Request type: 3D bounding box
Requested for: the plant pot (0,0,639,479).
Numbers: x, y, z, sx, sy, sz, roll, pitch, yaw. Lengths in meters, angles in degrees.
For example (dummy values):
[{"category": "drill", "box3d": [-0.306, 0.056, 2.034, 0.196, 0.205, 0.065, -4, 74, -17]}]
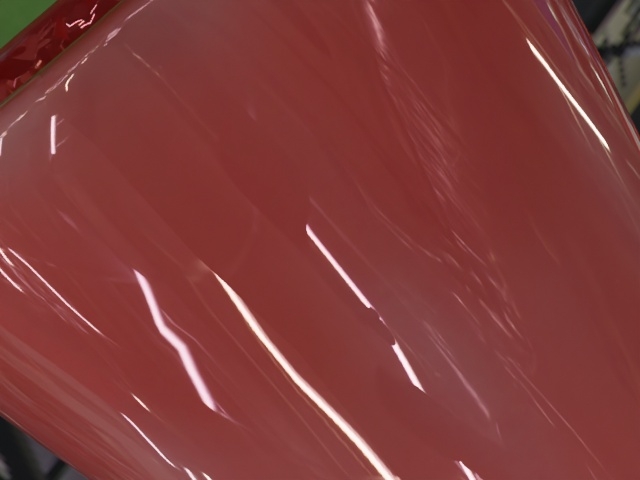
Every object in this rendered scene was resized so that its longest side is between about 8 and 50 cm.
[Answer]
[{"category": "plant pot", "box3d": [0.000, 0.000, 0.573, 0.275, 0.243, 0.275, -36, -164, 12]}]
